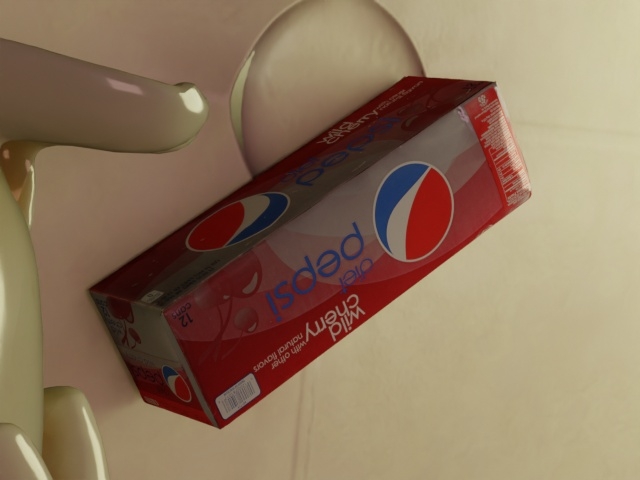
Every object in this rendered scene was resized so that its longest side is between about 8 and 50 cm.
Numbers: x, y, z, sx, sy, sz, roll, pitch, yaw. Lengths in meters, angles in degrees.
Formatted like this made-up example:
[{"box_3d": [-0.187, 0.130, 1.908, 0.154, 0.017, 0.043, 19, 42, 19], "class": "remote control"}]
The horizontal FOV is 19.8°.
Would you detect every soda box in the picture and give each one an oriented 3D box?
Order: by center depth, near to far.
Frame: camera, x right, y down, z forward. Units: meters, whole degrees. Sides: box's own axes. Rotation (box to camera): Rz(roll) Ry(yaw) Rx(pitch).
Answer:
[{"box_3d": [0.000, 0.000, 1.088, 0.263, 0.092, 0.083, -35, 114, -26], "class": "soda box"}]

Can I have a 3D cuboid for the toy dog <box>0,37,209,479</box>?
[{"box_3d": [-0.245, 0.096, 0.820, 0.395, 0.284, 0.408, 12, 91, -14], "class": "toy dog"}]
